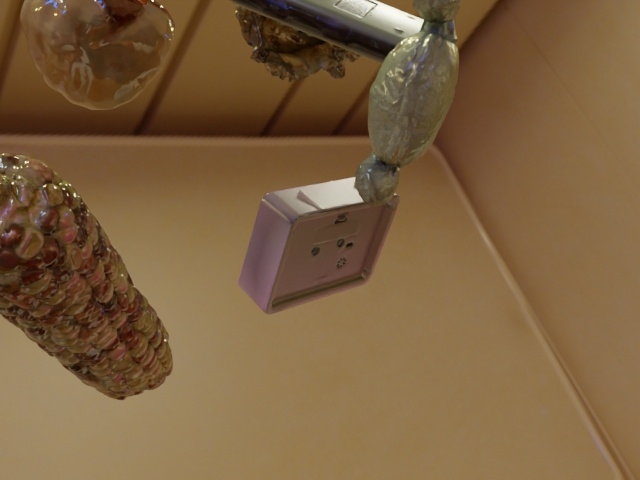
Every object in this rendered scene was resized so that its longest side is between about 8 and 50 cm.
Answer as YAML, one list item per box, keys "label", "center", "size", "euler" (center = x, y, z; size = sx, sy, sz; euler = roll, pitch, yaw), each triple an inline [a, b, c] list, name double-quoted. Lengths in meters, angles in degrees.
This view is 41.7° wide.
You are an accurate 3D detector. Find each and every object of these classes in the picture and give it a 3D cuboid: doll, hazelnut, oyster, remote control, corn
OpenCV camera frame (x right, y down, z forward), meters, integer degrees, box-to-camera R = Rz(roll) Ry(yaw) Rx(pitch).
- label: "doll"
  center: [0.082, -0.129, 0.748]
  size: [0.103, 0.072, 0.214]
  euler: [-56, -16, -59]
- label: "hazelnut"
  center: [-0.397, -0.362, 1.502]
  size: [0.261, 0.241, 0.261]
  euler: [-10, -58, -16]
- label: "oyster"
  center: [-0.021, -0.361, 1.406]
  size: [0.337, 0.133, 0.197]
  euler: [2, -72, -53]
- label: "remote control"
  center: [0.013, -0.318, 1.177]
  size: [0.140, 0.296, 0.056]
  euler: [-56, -13, -58]
- label: "corn"
  center: [-0.179, 0.045, 0.607]
  size: [0.092, 0.092, 0.280]
  euler: [-24, -36, -5]

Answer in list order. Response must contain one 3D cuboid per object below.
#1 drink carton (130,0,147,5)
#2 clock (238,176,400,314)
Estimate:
- label: "drink carton"
  center: [-0.305, -0.423, 1.128]
  size: [0.223, 0.071, 0.096]
  euler: [34, -92, -48]
- label: "clock"
  center: [0.000, 0.000, 1.074]
  size: [0.197, 0.063, 0.150]
  euler: [-14, -47, -43]
